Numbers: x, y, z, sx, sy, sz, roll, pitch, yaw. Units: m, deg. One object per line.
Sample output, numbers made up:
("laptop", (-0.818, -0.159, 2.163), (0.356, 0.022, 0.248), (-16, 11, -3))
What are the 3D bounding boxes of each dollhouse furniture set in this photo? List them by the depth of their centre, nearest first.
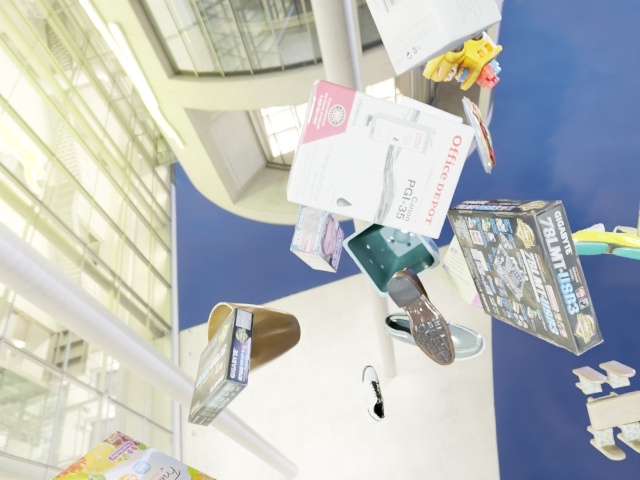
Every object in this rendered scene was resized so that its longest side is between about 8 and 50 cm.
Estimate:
("dollhouse furniture set", (0.820, 0.432, 1.058), (0.242, 0.161, 0.212), (-14, -89, 2))

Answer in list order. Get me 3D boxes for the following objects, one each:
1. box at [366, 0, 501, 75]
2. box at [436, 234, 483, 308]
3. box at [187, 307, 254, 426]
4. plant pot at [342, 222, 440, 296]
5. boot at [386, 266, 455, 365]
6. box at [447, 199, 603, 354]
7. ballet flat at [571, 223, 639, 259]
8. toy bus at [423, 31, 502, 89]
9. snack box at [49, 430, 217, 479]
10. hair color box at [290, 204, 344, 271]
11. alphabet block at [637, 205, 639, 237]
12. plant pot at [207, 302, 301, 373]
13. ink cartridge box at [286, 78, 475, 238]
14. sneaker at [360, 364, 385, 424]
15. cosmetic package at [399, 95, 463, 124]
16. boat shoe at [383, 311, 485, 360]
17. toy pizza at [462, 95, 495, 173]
("box", (0.190, -0.425, 0.743), (0.119, 0.181, 0.181), (-29, -168, -13))
("box", (0.485, 0.054, 1.231), (0.117, 0.243, 0.213), (17, -168, -16))
("box", (-0.219, 0.281, 0.919), (0.051, 0.220, 0.175), (22, -141, -22))
("plant pot", (0.276, 0.009, 1.520), (0.248, 0.247, 0.252), (-36, 180, 26))
("boot", (0.227, 0.154, 0.895), (0.082, 0.219, 0.106), (-29, -177, 26))
("box", (0.419, 0.058, 0.890), (0.073, 0.295, 0.293), (-26, -170, -11))
("ballet flat", (0.703, -0.001, 1.013), (0.231, 0.077, 0.077), (6, -113, 16))
("toy bus", (0.477, -0.566, 1.346), (0.220, 0.149, 0.211), (-41, -95, -22))
("snack box", (-0.296, 0.406, 0.649), (0.207, 0.174, 0.070), (21, -83, 8))
("hair color box", (0.000, 0.000, 1.542), (0.105, 0.347, 0.173), (9, -102, 15))
("alphabet block", (0.480, -0.094, 0.467), (0.192, 0.193, 0.197), (5, -86, 39))
("plant pot", (-0.198, 0.306, 1.344), (0.254, 0.237, 0.237), (-1, -144, -42))
("ink cartridge box", (0.099, -0.141, 0.743), (0.283, 0.207, 0.117), (13, -167, -10))
("sneaker", (0.106, 0.296, 0.805), (0.040, 0.044, 0.109), (2, -115, -21))
("cosmetic package", (0.291, -0.230, 1.219), (0.162, 0.453, 0.230), (29, -79, 15))
("boat shoe", (0.346, 0.293, 1.308), (0.320, 0.099, 0.116), (8, -116, 32))
("toy pizza", (0.396, -0.263, 1.029), (0.032, 0.201, 0.201), (-19, -132, 22))
